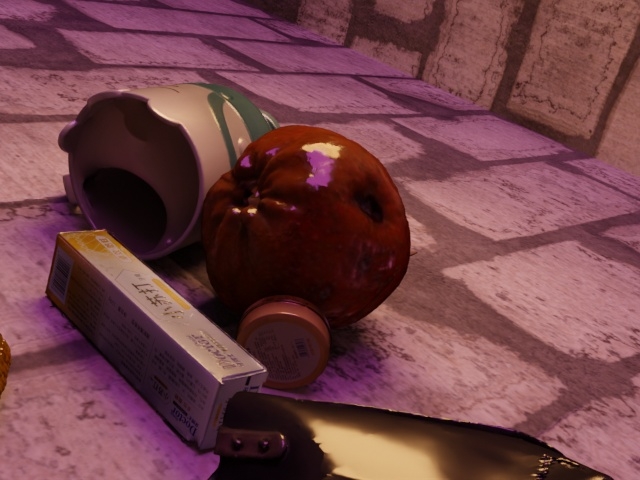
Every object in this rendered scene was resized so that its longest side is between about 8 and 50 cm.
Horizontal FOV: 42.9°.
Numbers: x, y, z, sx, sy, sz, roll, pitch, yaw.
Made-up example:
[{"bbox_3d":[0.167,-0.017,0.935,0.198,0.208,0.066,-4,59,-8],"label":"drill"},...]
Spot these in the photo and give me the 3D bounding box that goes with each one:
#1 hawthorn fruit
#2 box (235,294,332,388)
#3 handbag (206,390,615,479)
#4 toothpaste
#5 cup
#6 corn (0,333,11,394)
[{"bbox_3d":[-0.017,-0.007,0.984,0.258,0.262,0.258,-7,58,11],"label":"hawthorn fruit"},{"bbox_3d":[-0.040,0.110,0.876,0.105,0.106,0.037,13,29,-6],"label":"box"},{"bbox_3d":[0.005,0.232,0.497,0.287,0.152,0.342,14,47,25],"label":"handbag"},{"bbox_3d":[-0.184,0.091,0.852,0.071,0.089,0.312,-2,28,-47],"label":"toothpaste"},{"bbox_3d":[-0.222,-0.103,1.143,0.289,0.219,0.257,-9,10,29],"label":"cup"},{"bbox_3d":[-0.308,0.136,0.694,0.068,0.068,0.207,9,24,-16],"label":"corn"}]
